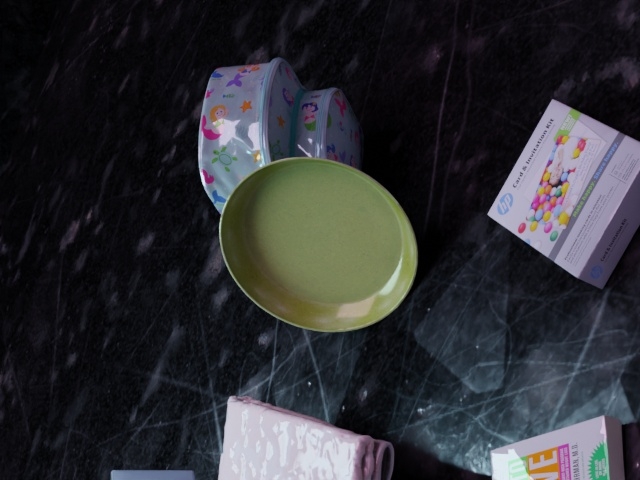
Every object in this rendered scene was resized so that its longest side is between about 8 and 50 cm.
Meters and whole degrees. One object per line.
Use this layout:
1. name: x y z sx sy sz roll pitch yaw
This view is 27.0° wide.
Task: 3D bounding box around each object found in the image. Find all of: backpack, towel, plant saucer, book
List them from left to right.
1. backpack: -0.053 -0.105 1.702 0.191 0.253 0.225 -7 58 22
2. towel: -0.036 0.356 1.485 0.317 0.053 0.331 2 85 58
3. plant saucer: 0.000 0.000 1.585 0.241 0.241 0.037 -46 11 33
4. book: 0.221 0.227 1.237 0.144 0.035 0.096 -30 49 46

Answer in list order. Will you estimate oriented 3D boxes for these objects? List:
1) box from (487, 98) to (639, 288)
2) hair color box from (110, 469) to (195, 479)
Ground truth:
1. box: 0.261 -0.052 1.359 0.145 0.038 0.186 -61 28 9
2. hair color box: -0.195 0.459 1.579 0.374 0.114 0.185 -111 26 -60
